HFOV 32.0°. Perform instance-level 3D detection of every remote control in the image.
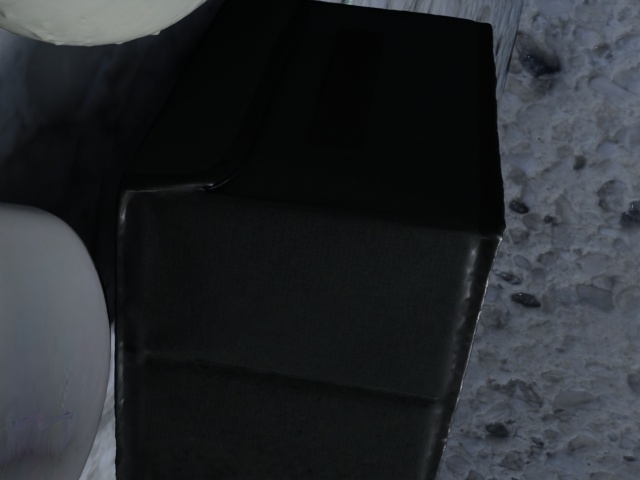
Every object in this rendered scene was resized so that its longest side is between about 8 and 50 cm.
[{"bbox_3d":[-0.191,0.087,0.532,0.332,0.104,0.221,9,96,-75],"label":"remote control"}]

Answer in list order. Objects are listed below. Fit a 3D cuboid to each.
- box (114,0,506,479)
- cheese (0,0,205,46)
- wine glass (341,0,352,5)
[{"bbox_3d":[-0.001,0.000,0.779,0.345,0.205,0.251,-78,176,-58],"label":"box"},{"bbox_3d":[-0.097,-0.178,0.476,0.189,0.154,0.198,-70,167,14],"label":"cheese"},{"bbox_3d":[0.010,-0.162,1.068,0.066,0.066,0.198,-20,126,-72],"label":"wine glass"}]
